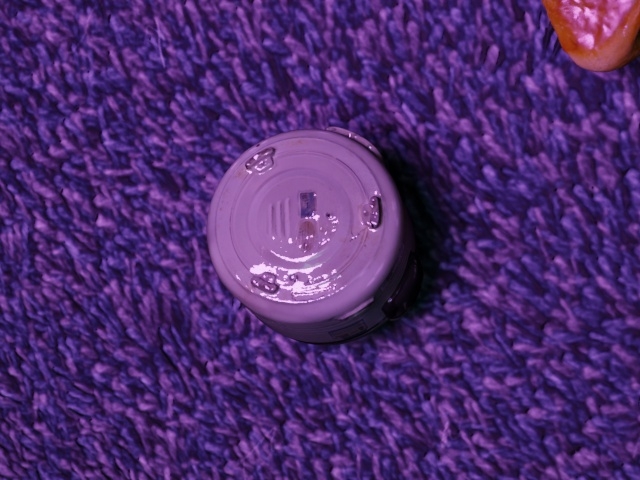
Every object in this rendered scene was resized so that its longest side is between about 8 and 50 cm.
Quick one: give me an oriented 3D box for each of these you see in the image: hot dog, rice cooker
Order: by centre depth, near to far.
[{"bbox_3d":[0.288,-0.309,1.381,0.153,0.150,0.257,-24,90,32],"label":"hot dog"},{"bbox_3d":[0.000,0.000,1.500,0.226,0.244,0.226,-3,74,9],"label":"rice cooker"}]

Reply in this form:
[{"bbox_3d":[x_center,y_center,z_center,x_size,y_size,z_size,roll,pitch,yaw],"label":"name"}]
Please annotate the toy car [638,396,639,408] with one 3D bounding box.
[{"bbox_3d":[0.406,0.209,1.458,0.112,0.112,0.139,-12,86,8],"label":"toy car"}]
